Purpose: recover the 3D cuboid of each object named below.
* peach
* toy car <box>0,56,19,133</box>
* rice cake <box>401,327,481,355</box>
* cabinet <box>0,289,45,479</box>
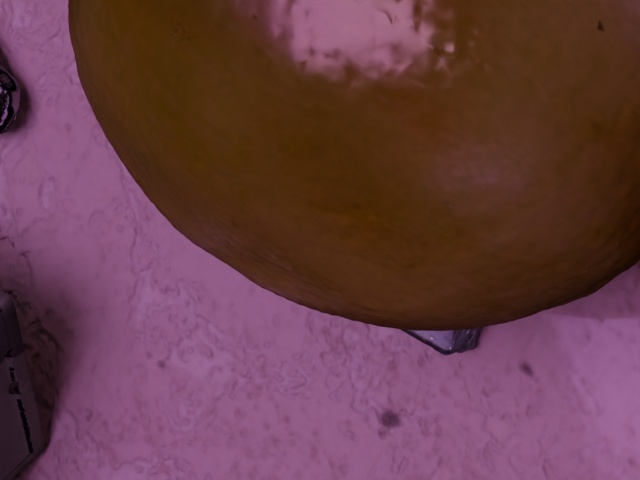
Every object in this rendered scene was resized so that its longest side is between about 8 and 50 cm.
[{"bbox_3d":[0.046,-0.109,0.939,0.314,0.281,0.315,-41,81,16],"label":"peach"},{"bbox_3d":[-0.212,-0.104,1.212,0.041,0.025,0.093,-36,70,24],"label":"toy car"},{"bbox_3d":[0.000,0.000,1.097,0.211,0.034,0.043,28,110,24],"label":"rice cake"},{"bbox_3d":[-0.289,0.112,1.123,0.150,0.206,0.145,27,144,25],"label":"cabinet"}]
